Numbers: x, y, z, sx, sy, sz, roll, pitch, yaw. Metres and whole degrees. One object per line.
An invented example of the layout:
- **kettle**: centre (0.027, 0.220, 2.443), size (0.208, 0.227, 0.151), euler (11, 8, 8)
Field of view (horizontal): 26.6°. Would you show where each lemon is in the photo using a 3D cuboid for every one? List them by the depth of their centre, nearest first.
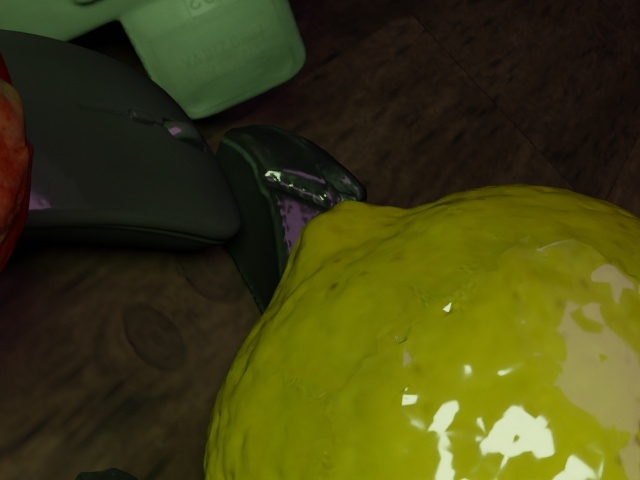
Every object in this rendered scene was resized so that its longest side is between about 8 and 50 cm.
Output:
- **lemon**: centre (0.089, 0.116, 0.564), size (0.310, 0.253, 0.253), euler (49, 28, -4)

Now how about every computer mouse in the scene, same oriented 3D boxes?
- **computer mouse**: centre (-0.126, -0.048, 0.671), size (0.232, 0.057, 0.120), euler (5, 50, -51)
- **computer mouse**: centre (0.000, 0.000, 0.779), size (0.106, 0.062, 0.192), euler (12, 43, -47)

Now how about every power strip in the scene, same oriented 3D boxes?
- **power strip**: centre (-0.096, -0.201, 0.747), size (0.261, 0.229, 0.141), euler (67, 0, -57)

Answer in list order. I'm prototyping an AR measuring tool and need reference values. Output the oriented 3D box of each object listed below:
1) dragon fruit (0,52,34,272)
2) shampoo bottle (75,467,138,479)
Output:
- **dragon fruit**: centre (-0.186, -0.035, 0.455), size (0.172, 0.172, 0.209), euler (-3, 57, -55)
- **shampoo bottle**: centre (-0.095, 0.140, 0.508), size (0.048, 0.027, 0.137), euler (27, 32, -8)
